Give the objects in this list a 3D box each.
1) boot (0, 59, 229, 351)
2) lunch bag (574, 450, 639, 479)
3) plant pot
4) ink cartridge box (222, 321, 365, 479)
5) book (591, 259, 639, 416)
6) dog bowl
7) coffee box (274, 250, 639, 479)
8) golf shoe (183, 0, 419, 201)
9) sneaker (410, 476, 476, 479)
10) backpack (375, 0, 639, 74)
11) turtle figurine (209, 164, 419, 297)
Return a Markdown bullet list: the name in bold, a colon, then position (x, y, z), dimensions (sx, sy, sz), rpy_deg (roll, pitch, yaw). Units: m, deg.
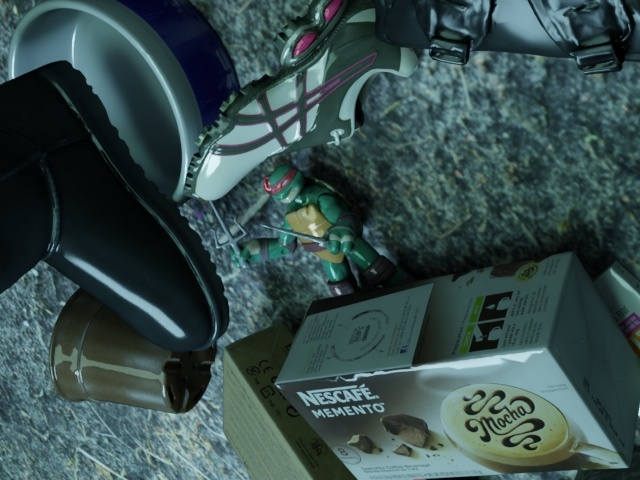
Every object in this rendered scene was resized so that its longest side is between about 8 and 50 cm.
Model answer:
- **boot**: position (-0.337, 0.059, 0.948), dimensions (0.146, 0.445, 0.367), rpy_deg (-31, 97, 45)
- **lunch bag**: position (0.386, 0.339, 0.923), dimensions (0.235, 0.169, 0.287), rpy_deg (-28, 94, 44)
- **plant pot**: position (-0.238, 0.148, 1.289), dimensions (0.165, 0.167, 0.167), rpy_deg (11, 124, 24)
- **ink cartridge box**: position (-0.024, 0.245, 1.156), dimensions (0.235, 0.088, 0.193), rpy_deg (50, 152, 32)
- **book**: position (0.300, 0.099, 0.932), dimensions (0.144, 0.035, 0.096), rpy_deg (44, 131, 8)
- **dog bowl**: position (-0.220, -0.156, 1.110), dimensions (0.264, 0.104, 0.265), rpy_deg (20, 128, 27)
- **coffee box**: position (0.128, 0.129, 0.935), dimensions (0.297, 0.119, 0.168), rpy_deg (-13, 127, 37)
- **golf shoe**: position (-0.028, -0.119, 0.949), dimensions (0.120, 0.105, 0.273), rpy_deg (41, 114, -6)
- **sneaker**: position (0.072, 0.255, 1.161), dimensions (0.145, 0.090, 0.270), rpy_deg (-30, 100, 42)
- **backpack**: position (0.144, -0.323, 0.648), dimensions (0.290, 0.273, 0.356), rpy_deg (9, 144, 36)
- **turtle figurine**: position (0.000, 0.000, 1.036), dimensions (0.234, 0.118, 0.175), rpy_deg (46, 152, -17)
